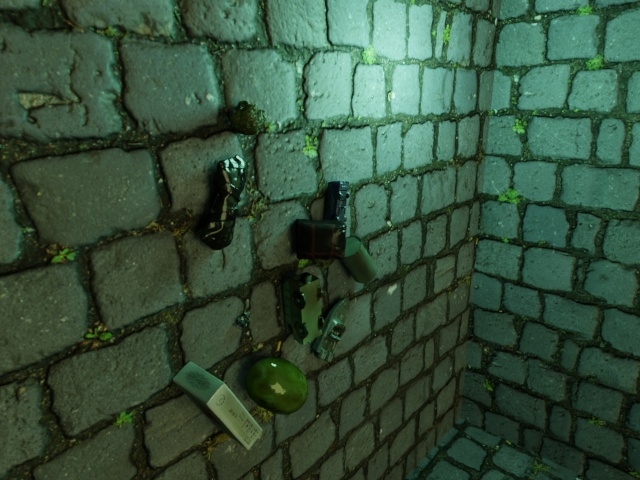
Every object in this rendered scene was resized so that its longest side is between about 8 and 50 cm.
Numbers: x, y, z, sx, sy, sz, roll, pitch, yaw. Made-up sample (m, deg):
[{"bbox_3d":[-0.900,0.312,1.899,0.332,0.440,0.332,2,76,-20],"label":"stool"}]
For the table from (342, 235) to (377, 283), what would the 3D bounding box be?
[{"bbox_3d":[0.176,0.095,2.168,0.126,0.126,0.220,-55,136,-22],"label":"table"}]

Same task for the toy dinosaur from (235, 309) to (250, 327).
[{"bbox_3d":[-0.302,0.307,1.758,0.083,0.031,0.047,-56,135,-23],"label":"toy dinosaur"}]

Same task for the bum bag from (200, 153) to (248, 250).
[{"bbox_3d":[-0.327,-0.131,1.552,0.144,0.095,0.340,9,96,-65],"label":"bum bag"}]

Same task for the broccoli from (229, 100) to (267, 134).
[{"bbox_3d":[-0.250,-0.418,1.544,0.131,0.130,0.120,-6,69,-33],"label":"broccoli"}]

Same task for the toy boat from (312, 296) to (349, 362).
[{"bbox_3d":[0.067,0.417,2.166,0.141,0.092,0.319,38,72,-49],"label":"toy boat"}]

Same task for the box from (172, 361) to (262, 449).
[{"bbox_3d":[-0.366,0.596,1.634,0.095,0.210,0.330,-47,133,-30],"label":"box"}]

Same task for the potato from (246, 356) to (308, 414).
[{"bbox_3d":[-0.177,0.595,1.859,0.304,0.216,0.215,32,77,-39],"label":"potato"}]

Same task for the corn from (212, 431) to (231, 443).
[{"bbox_3d":[-0.387,0.781,1.799,0.092,0.037,0.037,1,100,-50],"label":"corn"}]

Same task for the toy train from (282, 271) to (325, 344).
[{"bbox_3d":[-0.072,0.276,1.918,0.129,0.159,0.326,-24,122,-40],"label":"toy train"}]

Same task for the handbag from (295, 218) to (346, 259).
[{"bbox_3d":[0.000,0.000,1.886,0.215,0.155,0.169,2,102,-5],"label":"handbag"}]

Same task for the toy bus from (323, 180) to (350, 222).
[{"bbox_3d":[0.066,-0.149,1.994,0.079,0.094,0.236,-11,111,-54],"label":"toy bus"}]

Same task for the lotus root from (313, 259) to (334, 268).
[{"bbox_3d":[0.038,0.042,2.026,0.192,0.088,0.113,-50,150,-28],"label":"lotus root"}]
